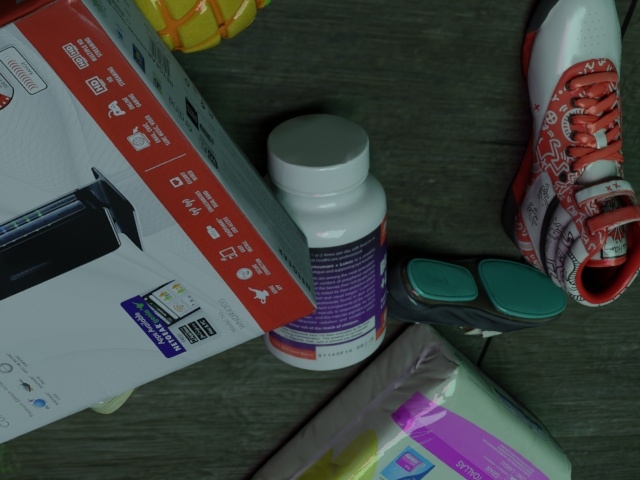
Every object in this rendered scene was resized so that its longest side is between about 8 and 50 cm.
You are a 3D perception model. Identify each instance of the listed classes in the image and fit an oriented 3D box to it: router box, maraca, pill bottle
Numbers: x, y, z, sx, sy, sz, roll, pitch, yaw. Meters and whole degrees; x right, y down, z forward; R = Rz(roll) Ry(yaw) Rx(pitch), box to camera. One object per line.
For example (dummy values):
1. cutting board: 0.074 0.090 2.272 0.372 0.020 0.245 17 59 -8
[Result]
1. router box: -0.210 -0.018 1.118 0.301 0.082 0.335 -24 133 14
2. maraca: -0.076 -0.189 1.118 0.186 0.099 0.127 -19 160 -36
3. pill bottle: 0.000 0.000 1.285 0.108 0.108 0.193 -16 129 -18

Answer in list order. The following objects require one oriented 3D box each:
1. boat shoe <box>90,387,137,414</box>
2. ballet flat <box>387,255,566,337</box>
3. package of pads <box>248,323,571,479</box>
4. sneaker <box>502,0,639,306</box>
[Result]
1. boat shoe: -0.156 0.087 1.303 0.045 0.050 0.135 25 109 -44
2. ballet flat: 0.128 0.052 1.426 0.203 0.074 0.074 7 119 -39
3. package of pads: 0.068 0.244 1.502 0.296 0.101 0.229 -43 131 8
4. sneaker: 0.229 -0.076 1.328 0.090 0.145 0.270 -9 126 -22
